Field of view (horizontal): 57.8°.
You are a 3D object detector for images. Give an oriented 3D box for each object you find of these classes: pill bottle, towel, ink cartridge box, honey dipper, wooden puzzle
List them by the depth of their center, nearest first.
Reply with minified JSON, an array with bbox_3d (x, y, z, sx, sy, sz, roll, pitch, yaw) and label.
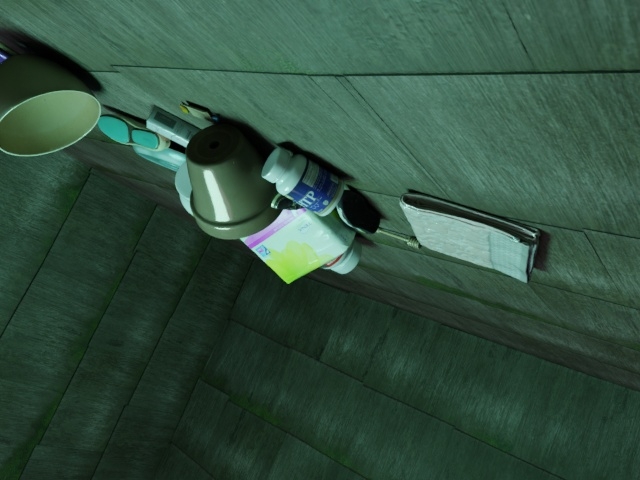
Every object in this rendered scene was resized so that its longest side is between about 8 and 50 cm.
[{"bbox_3d":[0.364,-0.002,1.412,0.317,0.053,0.332,20,169,23],"label":"towel"},{"bbox_3d":[-0.045,-0.148,1.431,0.187,0.112,0.112,28,170,-23],"label":"pill bottle"},{"bbox_3d":[-0.297,-0.315,1.431,0.116,0.014,0.078,23,175,8],"label":"wooden puzzle"},{"bbox_3d":[-0.408,-0.296,1.689,0.189,0.066,0.232,27,167,-13],"label":"ink cartridge box"},{"bbox_3d":[0.234,-0.010,1.755,0.161,0.030,0.030,19,169,35],"label":"honey dipper"},{"bbox_3d":[-0.338,-0.138,1.870,0.188,0.187,0.334,22,168,15],"label":"pill bottle"},{"bbox_3d":[0.000,0.000,1.982,0.283,0.161,0.161,31,169,-35],"label":"pill bottle"}]

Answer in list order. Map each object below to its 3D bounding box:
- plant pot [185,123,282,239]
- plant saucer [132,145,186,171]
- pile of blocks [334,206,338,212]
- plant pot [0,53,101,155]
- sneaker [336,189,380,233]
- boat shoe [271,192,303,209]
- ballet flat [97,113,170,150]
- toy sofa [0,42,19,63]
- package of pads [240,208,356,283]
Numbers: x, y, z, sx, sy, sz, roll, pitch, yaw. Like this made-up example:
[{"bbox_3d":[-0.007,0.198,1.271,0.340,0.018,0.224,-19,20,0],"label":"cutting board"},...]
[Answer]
[{"bbox_3d":[-0.239,-0.170,1.493,0.263,0.263,0.229,19,152,26],"label":"plant pot"},{"bbox_3d":[-0.492,-0.267,1.966,0.318,0.043,0.317,20,177,1],"label":"plant saucer"},{"bbox_3d":[-0.108,-0.110,1.796,0.362,0.112,0.149,17,168,34],"label":"pile of blocks"},{"bbox_3d":[-0.774,-0.388,1.569,0.190,0.284,0.284,59,175,9],"label":"plant pot"},{"bbox_3d":[0.081,-0.075,1.604,0.097,0.084,0.235,20,170,32],"label":"sneaker"},{"bbox_3d":[-0.067,-0.104,1.499,0.049,0.056,0.152,38,-148,20],"label":"boat shoe"},{"bbox_3d":[-0.572,-0.336,1.799,0.249,0.086,0.086,23,171,17],"label":"ballet flat"},{"bbox_3d":[-0.903,-0.455,1.737,0.177,0.150,0.363,16,167,48],"label":"toy sofa"},{"bbox_3d":[-0.067,-0.013,1.711,0.229,0.101,0.297,45,133,-15],"label":"package of pads"}]
